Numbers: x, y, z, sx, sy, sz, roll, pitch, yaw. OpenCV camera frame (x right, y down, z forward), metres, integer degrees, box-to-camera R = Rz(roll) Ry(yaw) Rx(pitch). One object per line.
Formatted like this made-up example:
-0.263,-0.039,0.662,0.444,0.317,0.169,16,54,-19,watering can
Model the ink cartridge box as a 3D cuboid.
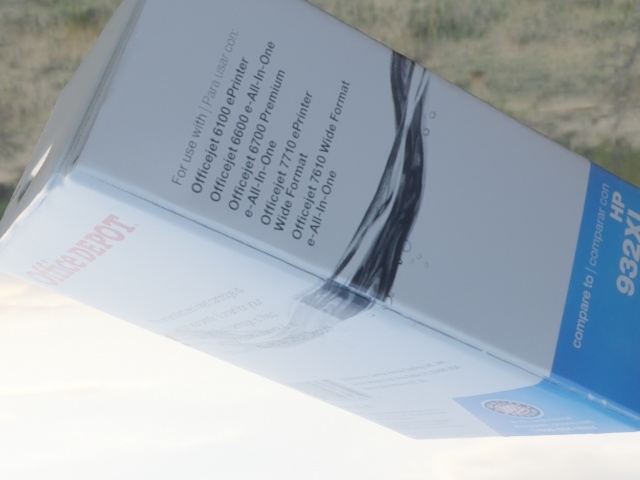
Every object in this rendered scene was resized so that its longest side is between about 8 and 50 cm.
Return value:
0.000,0.000,0.525,0.308,0.129,0.223,25,159,-20,ink cartridge box
